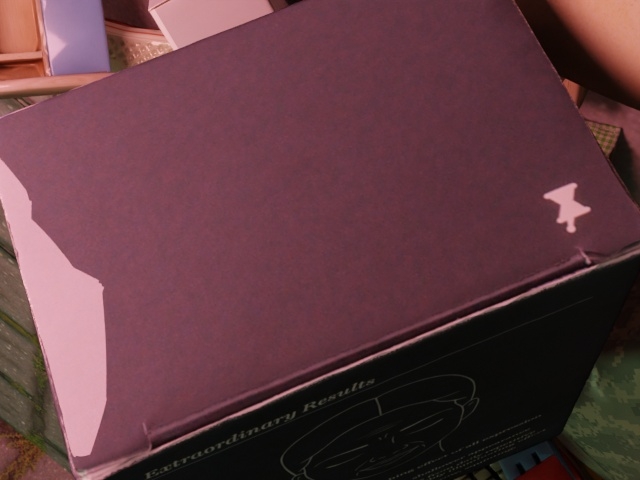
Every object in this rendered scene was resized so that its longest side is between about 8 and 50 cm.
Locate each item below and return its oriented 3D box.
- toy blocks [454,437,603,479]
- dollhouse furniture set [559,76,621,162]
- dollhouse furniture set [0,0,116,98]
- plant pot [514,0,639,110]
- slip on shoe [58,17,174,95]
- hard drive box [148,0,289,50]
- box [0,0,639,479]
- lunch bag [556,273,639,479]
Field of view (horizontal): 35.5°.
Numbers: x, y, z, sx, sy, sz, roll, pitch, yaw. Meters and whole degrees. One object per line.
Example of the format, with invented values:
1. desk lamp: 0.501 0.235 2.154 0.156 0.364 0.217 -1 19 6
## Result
1. toy blocks: 0.235 0.278 0.997 0.381 0.191 0.261 50 -171 -29
2. dollhouse furniture set: 0.127 -0.075 0.831 0.198 0.151 0.301 25 146 23
3. dollhouse furniture set: -0.278 -0.237 0.833 0.303 0.286 0.198 178 84 -70
4. plant pot: 0.236 -0.158 0.546 0.274 0.256 0.256 11 140 50
5. slip on shoe: -0.158 -0.170 1.074 0.331 0.101 0.123 19 110 11
6. hard drive box: -0.053 -0.154 0.889 0.089 0.181 0.232 -26 119 8
7. box: 0.007 0.047 0.668 0.395 0.294 0.212 77 171 -66
8. lunch bag: 0.346 0.145 0.864 0.235 0.169 0.287 -11 125 49
